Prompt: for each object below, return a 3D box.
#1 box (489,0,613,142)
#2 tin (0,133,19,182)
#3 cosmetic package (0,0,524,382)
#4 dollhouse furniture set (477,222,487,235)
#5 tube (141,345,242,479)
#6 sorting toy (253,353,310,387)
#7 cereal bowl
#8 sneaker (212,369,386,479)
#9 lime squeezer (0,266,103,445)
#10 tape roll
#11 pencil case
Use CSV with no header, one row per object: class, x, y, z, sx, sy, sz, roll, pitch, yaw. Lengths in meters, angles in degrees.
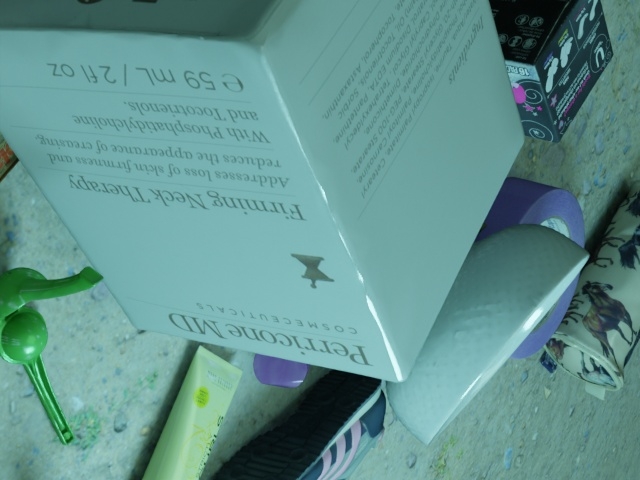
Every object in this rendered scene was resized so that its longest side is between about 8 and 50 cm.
box,0.211,-0.241,1.469,0.163,0.247,0.142,-55,140,-21
tin,-0.309,-0.095,1.030,0.190,0.040,0.106,-54,136,-24
cosmetic package,-0.050,-0.137,1.070,0.327,0.329,0.394,-60,142,-32
dollhouse furniture set,0.111,0.003,1.627,0.144,0.123,0.151,-25,158,-45
tube,-0.159,0.244,1.351,0.070,0.062,0.240,129,-16,-75
sorting toy,0.000,0.000,1.448,0.126,0.127,0.365,-37,142,-80
cereal bowl,0.200,0.104,1.579,0.339,0.141,0.339,-45,167,-13
sneaker,-0.016,0.294,1.511,0.319,0.112,0.131,-35,127,-38
lime squeezer,-0.262,0.086,1.121,0.310,0.110,0.059,112,3,-51
tape roll,0.310,0.043,1.853,0.275,0.090,0.275,-26,125,-45
pencil case,0.551,0.077,2.124,0.410,0.160,0.183,-55,150,-22
